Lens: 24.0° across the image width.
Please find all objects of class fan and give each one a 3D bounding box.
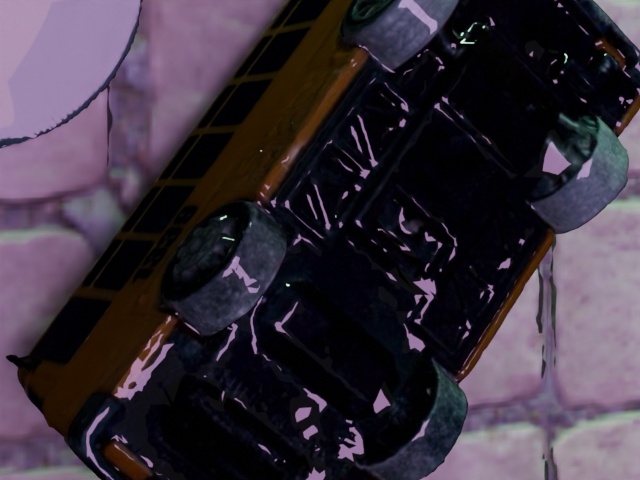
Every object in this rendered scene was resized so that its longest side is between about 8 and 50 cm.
[{"bbox_3d":[-0.132,-0.099,0.451,0.175,0.005,0.113,33,82,-23],"label":"fan"}]

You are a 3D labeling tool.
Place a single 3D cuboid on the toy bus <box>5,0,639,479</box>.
[{"bbox_3d":[0.000,0.000,0.461,0.098,0.114,0.201,41,73,-23],"label":"toy bus"}]
